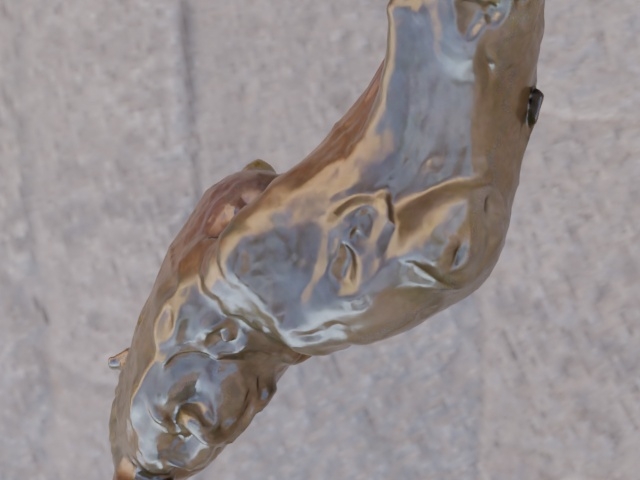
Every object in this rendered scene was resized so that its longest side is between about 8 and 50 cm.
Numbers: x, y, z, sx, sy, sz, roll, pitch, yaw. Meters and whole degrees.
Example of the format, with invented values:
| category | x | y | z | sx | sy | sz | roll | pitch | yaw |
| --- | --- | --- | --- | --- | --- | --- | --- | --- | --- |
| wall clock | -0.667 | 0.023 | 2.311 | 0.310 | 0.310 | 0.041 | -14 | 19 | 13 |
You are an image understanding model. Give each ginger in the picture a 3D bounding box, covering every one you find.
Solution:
| category | x | y | z | sx | sy | sz | roll | pitch | yaw |
| --- | --- | --- | --- | --- | --- | --- | --- | --- | --- |
| ginger | -0.001 | 0.002 | 0.589 | 0.084 | 0.122 | 0.290 | 27 | 126 | -18 |
